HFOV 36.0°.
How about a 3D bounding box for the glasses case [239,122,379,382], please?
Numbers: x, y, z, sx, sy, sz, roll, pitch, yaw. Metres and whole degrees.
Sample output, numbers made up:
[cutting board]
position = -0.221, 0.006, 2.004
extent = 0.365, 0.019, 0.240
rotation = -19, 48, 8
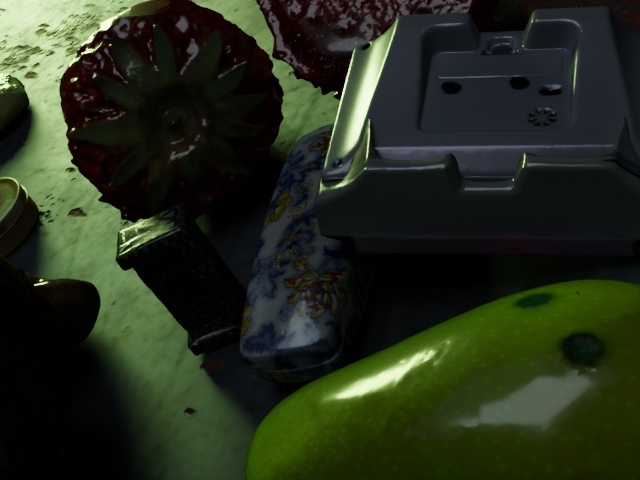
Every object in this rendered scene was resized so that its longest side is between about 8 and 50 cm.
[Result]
[glasses case]
position = 0.000, 0.000, 0.762
extent = 0.087, 0.065, 0.248
rotation = -8, 43, 20

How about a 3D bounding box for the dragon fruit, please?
[dragon fruit]
position = 0.072, -0.215, 0.893
extent = 0.262, 0.163, 0.189
rotation = 3, 21, 32

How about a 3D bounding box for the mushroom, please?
[mushroom]
position = -0.247, 0.058, 0.836
extent = 0.127, 0.127, 0.087
rotation = -8, 88, 28

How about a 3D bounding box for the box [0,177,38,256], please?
[box]
position = -0.353, -0.019, 1.049
extent = 0.106, 0.037, 0.105
rotation = -19, 39, 17

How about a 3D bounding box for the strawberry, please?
[strawberry]
position = -0.139, -0.127, 0.934
extent = 0.205, 0.205, 0.244
rotation = -33, 16, -1

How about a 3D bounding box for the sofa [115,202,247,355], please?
[sofa]
position = -0.102, 0.032, 0.754
extent = 0.060, 0.118, 0.039
rotation = -23, 37, 11

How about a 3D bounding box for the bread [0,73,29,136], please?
[bread]
position = -0.513, -0.129, 1.270
extent = 0.287, 0.056, 0.207
rotation = -9, 42, 29

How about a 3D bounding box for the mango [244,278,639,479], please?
[mango]
position = 0.081, 0.107, 0.524
extent = 0.293, 0.143, 0.175
rotation = -17, 1, 31

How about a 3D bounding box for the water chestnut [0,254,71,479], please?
[water chestnut]
position = -0.355, 0.110, 0.659
extent = 0.350, 0.350, 0.302
rotation = -6, 27, 30

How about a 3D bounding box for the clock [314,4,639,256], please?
[clock]
position = 0.124, -0.081, 0.707
extent = 0.253, 0.083, 0.186
rotation = 0, 46, 14
